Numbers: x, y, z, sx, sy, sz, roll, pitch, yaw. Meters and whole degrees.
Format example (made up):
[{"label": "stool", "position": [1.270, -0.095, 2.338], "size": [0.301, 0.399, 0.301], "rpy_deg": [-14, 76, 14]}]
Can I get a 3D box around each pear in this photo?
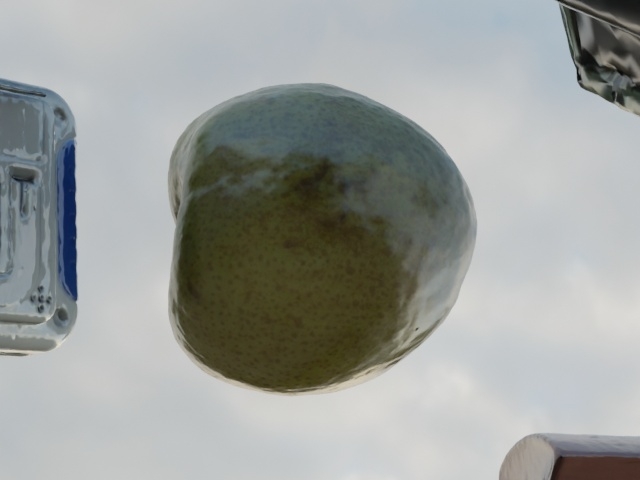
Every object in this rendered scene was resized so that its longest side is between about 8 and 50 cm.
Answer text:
[{"label": "pear", "position": [0.000, 0.000, 1.077], "size": [0.211, 0.229, 0.188], "rpy_deg": [1, -27, -7]}]

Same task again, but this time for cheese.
[{"label": "cheese", "position": [0.223, 0.228, 1.293], "size": [0.128, 0.203, 0.177], "rpy_deg": [3, -42, -6]}]

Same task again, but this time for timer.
[{"label": "timer", "position": [-0.248, -0.023, 0.932], "size": [0.078, 0.178, 0.253], "rpy_deg": [-9, -10, 38]}]

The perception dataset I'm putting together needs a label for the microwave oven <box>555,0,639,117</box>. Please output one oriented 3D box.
[{"label": "microwave oven", "position": [0.206, -0.133, 0.316], "size": [0.286, 0.355, 0.219], "rpy_deg": [-19, -69, -7]}]
